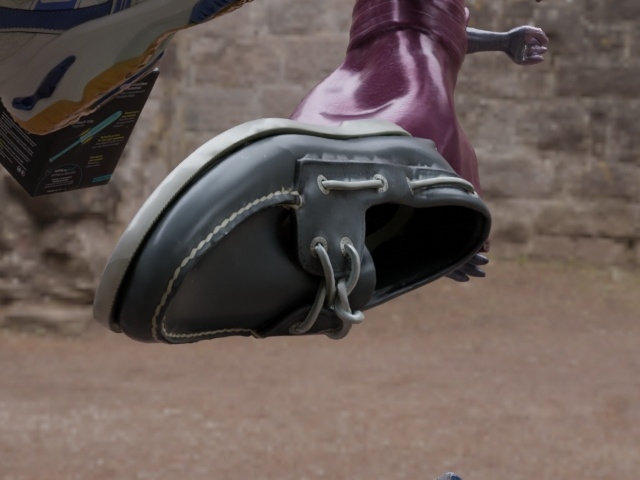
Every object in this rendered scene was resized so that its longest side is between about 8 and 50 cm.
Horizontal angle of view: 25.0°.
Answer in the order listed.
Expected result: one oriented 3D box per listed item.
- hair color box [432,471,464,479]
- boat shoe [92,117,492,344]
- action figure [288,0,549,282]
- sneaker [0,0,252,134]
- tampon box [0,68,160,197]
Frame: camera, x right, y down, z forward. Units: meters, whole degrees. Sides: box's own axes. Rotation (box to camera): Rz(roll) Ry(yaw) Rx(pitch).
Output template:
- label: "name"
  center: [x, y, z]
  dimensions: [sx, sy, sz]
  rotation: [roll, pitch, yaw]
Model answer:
- label: "hair color box"
  center: [0.042, 0.355, 1.045]
  dimensions: [0.174, 0.105, 0.347]
  rotation: [-37, 22, 42]
- label: "boat shoe"
  center: [0.000, 0.000, 0.815]
  dimensions: [0.099, 0.116, 0.319]
  rotation: [34, 26, 20]
- label: "action figure"
  center: [0.065, -0.156, 1.218]
  dimensions: [0.275, 0.370, 0.248]
  rotation: [1, -22, 6]
- label: "sneaker"
  center: [-0.102, -0.191, 0.910]
  dimensions: [0.296, 0.131, 0.112]
  rotation: [-32, 4, 10]
- label: "tampon box"
  center: [-0.274, -0.146, 1.574]
  dimensions: [0.101, 0.161, 0.120]
  rotation: [44, 32, 24]
